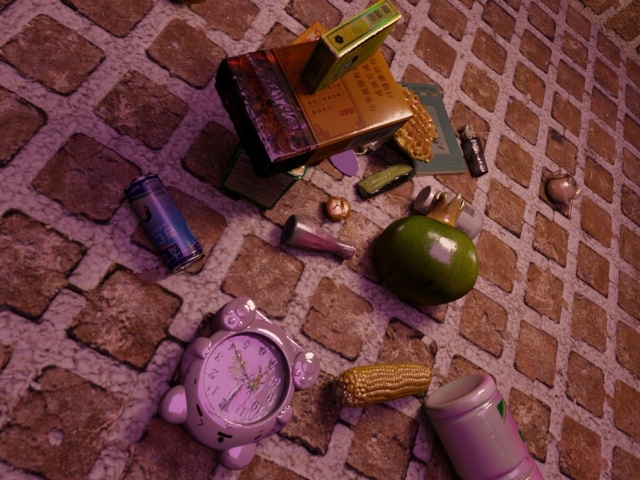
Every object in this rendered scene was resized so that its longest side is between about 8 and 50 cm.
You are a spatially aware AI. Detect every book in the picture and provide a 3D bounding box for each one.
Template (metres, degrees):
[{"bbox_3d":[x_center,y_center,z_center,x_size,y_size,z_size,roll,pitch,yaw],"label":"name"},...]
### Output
[{"bbox_3d":[0.391,-0.417,1.734,0.264,0.031,0.380,-6,74,-29],"label":"book"}]

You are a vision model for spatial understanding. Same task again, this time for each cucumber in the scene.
[{"bbox_3d":[0.211,-0.189,1.540,0.211,0.062,0.078,-30,53,-27],"label":"cucumber"}]

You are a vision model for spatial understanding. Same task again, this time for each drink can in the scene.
[{"bbox_3d":[-0.380,-0.042,1.145,0.097,0.097,0.235,-31,88,-33],"label":"drink can"}]

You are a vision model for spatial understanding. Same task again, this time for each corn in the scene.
[{"bbox_3d":[0.174,0.383,1.271,0.304,0.106,0.106,0,71,-30],"label":"corn"}]

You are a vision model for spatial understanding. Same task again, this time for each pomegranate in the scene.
[{"bbox_3d":[0.341,0.024,1.388,0.309,0.216,0.359,23,90,-9],"label":"pomegranate"}]

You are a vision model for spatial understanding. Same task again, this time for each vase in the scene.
[{"bbox_3d":[0.000,0.000,1.342,0.214,0.086,0.086,21,63,-25],"label":"vase"}]

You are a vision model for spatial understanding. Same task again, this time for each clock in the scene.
[{"bbox_3d":[-0.187,0.330,1.094,0.295,0.113,0.322,42,59,-8],"label":"clock"}]

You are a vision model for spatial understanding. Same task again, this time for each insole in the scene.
[{"bbox_3d":[0.029,-0.306,1.501,0.253,0.005,0.086,43,77,-6],"label":"insole"}]

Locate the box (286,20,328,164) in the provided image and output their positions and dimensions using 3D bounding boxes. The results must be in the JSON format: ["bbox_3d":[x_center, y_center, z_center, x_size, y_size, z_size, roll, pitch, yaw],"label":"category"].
[{"bbox_3d":[-0.011,-0.410,1.365,0.283,0.259,0.214,44,76,-6],"label":"box"}]

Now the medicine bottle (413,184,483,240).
[{"bbox_3d":[0.422,-0.091,1.563,0.215,0.135,0.135,31,60,-14],"label":"medicine bottle"}]

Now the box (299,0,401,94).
[{"bbox_3d":[0.065,-0.431,1.041,0.220,0.141,0.064,-40,92,-27],"label":"box"}]

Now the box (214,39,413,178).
[{"bbox_3d":[-0.012,-0.335,1.125,0.415,0.115,0.265,-24,86,-25],"label":"box"}]

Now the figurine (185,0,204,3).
[{"bbox_3d":[-0.385,-0.834,1.403,0.215,0.215,0.228,25,38,-18],"label":"figurine"}]

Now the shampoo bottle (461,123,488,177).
[{"bbox_3d":[0.583,-0.346,1.794,0.057,0.063,0.208,-9,77,-20],"label":"shampoo bottle"}]

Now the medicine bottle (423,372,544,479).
[{"bbox_3d":[0.447,0.556,1.282,0.211,0.212,0.326,-22,81,-32],"label":"medicine bottle"}]

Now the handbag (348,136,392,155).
[{"bbox_3d":[0.117,-0.406,1.566,0.219,0.079,0.256,-30,86,-20],"label":"handbag"}]

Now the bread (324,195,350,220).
[{"bbox_3d":[0.052,-0.096,1.423,0.083,0.046,0.081,32,62,-15],"label":"bread"}]

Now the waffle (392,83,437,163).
[{"bbox_3d":[0.305,-0.393,1.575,0.282,0.058,0.301,57,40,-8],"label":"waffle"}]

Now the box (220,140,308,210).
[{"bbox_3d":[-0.148,-0.186,1.229,0.180,0.250,0.103,26,62,-16],"label":"box"}]

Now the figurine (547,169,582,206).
[{"bbox_3d":[0.999,-0.217,1.926,0.125,0.125,0.138,-35,100,-33],"label":"figurine"}]
